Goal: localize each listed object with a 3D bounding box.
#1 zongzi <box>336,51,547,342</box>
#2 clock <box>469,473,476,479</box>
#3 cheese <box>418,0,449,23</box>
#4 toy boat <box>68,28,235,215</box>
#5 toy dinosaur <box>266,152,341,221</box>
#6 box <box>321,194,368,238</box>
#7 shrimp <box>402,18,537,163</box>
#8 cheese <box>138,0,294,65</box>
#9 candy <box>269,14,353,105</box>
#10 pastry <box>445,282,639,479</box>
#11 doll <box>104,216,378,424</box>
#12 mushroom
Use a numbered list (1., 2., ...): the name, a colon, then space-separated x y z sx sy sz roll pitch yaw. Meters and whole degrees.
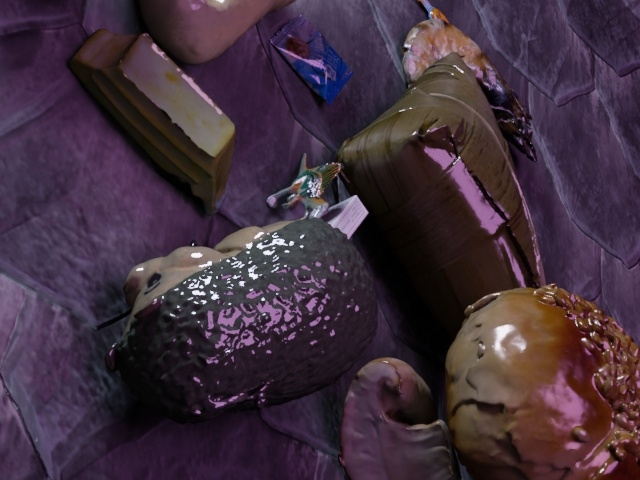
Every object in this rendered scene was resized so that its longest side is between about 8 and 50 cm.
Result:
1. zongzi: 0.277 -0.037 2.178 0.500 0.218 0.467 59 36 -11
2. clock: 0.232 0.417 1.918 0.170 0.069 0.232 -72 155 -47
3. cheese: 0.200 -0.406 2.455 0.111 0.017 0.047 50 36 -21
4. toy boat: -0.194 -0.160 1.759 0.276 0.084 0.111 50 37 -20
5. toy dinosaur: -0.011 -0.081 1.929 0.044 0.106 0.187 53 38 -19
6. box: 0.000 0.000 1.916 0.040 0.084 0.154 57 36 -14
7. shrimp: 0.261 -0.227 2.401 0.365 0.071 0.233 45 50 -28
8. cheese: -0.127 -0.366 1.918 0.351 0.130 0.328 26 50 -40
9. candy: -0.013 -0.279 2.099 0.136 0.038 0.088 47 53 -15
10. pastry: 0.334 0.244 1.855 0.409 0.245 0.409 49 26 -34
11. doll: -0.094 0.095 1.642 0.350 0.247 0.247 -26 92 -48
12. mushroom: 0.123 0.283 1.876 0.151 0.156 0.285 -31 109 -66
